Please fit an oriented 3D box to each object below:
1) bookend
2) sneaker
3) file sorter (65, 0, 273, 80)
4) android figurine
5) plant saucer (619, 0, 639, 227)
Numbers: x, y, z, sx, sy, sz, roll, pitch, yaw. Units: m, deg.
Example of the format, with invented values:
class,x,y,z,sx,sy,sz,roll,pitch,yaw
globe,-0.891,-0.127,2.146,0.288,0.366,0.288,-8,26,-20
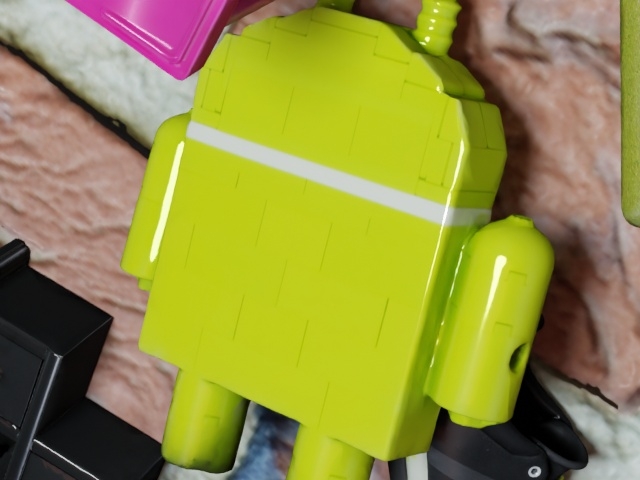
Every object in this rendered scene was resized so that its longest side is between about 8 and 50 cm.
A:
class,x,y,z,sx,sy,sz,roll,pitch,yaw
bookend,-0.160,0.110,0.908,0.157,0.072,0.156,30,120,10
sneaker,0.093,0.133,0.794,0.097,0.084,0.235,-3,109,24
file sorter,-0.096,-0.253,0.665,0.290,0.182,0.202,35,120,7
android figurine,0.000,0.000,0.760,0.248,0.056,0.273,18,99,34
plant saucer,0.222,-0.081,0.670,0.188,0.045,0.188,4,113,23
